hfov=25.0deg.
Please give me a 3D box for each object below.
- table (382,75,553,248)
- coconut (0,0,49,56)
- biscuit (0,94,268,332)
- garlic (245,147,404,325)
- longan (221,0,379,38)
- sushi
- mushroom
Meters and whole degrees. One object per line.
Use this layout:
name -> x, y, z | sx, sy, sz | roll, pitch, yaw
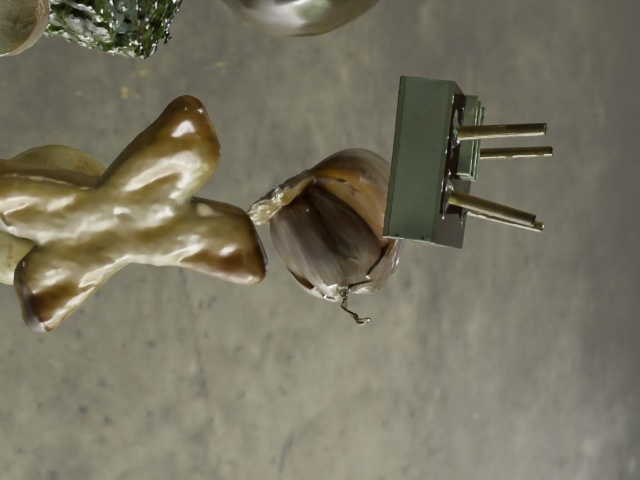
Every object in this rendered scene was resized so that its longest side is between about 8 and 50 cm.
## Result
table -> 0.125, -0.052, 1.160 | 0.240, 0.111, 0.121 | 5, 92, -79
coconut -> -0.310, -0.224, 1.334 | 0.122, 0.116, 0.116 | -75, 160, -77
biscuit -> -0.160, -0.018, 1.125 | 0.047, 0.208, 0.164 | -83, 156, -59
garlic -> 0.000, 0.000, 1.734 | 0.256, 0.207, 0.207 | -76, 151, -54
longan -> -0.022, -0.274, 1.286 | 0.198, 0.212, 0.198 | -9, 116, -18
sushi -> -0.260, -0.419, 1.800 | 0.294, 0.178, 0.352 | 70, 41, -59
mushroom -> -0.252, -0.022, 1.309 | 0.148, 0.148, 0.112 | -50, 125, -41
